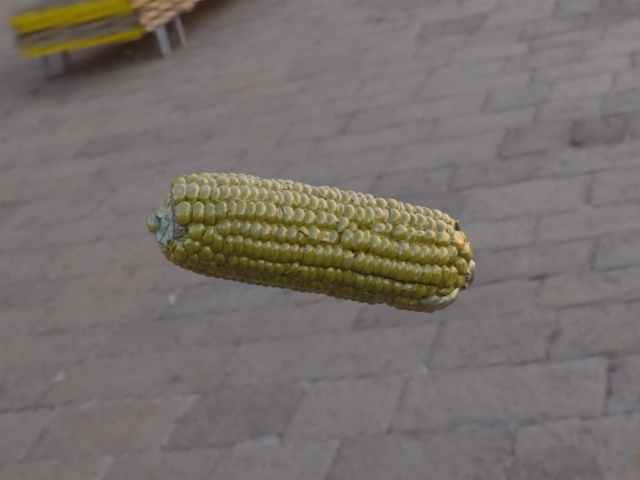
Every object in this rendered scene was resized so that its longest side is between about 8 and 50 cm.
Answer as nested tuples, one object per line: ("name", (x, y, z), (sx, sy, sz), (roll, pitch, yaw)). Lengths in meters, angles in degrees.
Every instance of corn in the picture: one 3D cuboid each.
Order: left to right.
("corn", (0.000, 0.000, 0.943), (0.238, 0.080, 0.080), (12, 10, -22))
